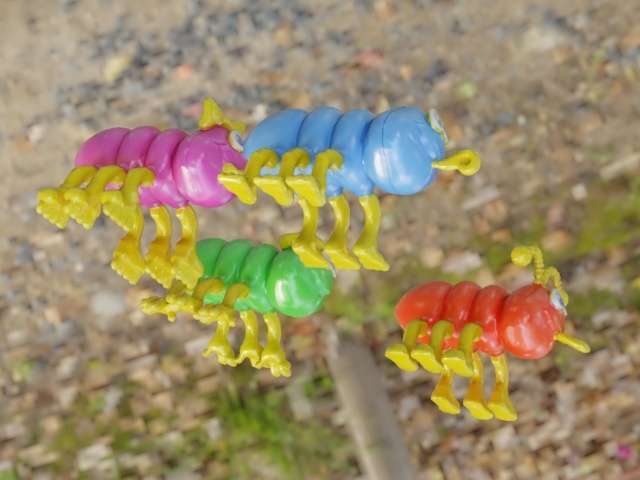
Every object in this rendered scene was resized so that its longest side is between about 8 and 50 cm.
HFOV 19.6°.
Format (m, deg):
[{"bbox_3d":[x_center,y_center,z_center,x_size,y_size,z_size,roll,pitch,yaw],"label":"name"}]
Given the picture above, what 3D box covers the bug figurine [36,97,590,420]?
[{"bbox_3d":[0.000,0.000,0.855,0.216,0.072,0.279,4,158,24],"label":"bug figurine"}]
